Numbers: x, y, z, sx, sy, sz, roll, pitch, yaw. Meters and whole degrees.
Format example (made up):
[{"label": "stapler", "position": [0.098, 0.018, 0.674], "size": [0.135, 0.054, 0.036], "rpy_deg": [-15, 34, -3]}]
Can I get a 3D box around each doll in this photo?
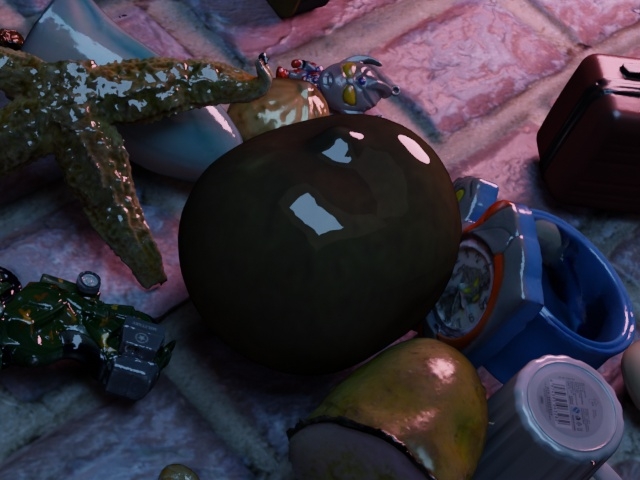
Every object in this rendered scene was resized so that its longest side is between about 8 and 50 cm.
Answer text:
[{"label": "doll", "position": [0.028, -0.236, 2.097], "size": [0.194, 0.062, 0.104], "rpy_deg": [4, 51, -10]}]

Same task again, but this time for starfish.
[{"label": "starfish", "position": [-0.293, -0.111, 1.767], "size": [0.432, 0.082, 0.324], "rpy_deg": [8, 86, -9]}]

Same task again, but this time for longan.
[{"label": "longan", "position": [0.000, 0.000, 1.717], "size": [0.360, 0.361, 0.361], "rpy_deg": [11, 51, -13]}]

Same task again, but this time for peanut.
[{"label": "peanut", "position": [-0.064, -0.169, 1.979], "size": [0.159, 0.109, 0.141], "rpy_deg": [-14, 47, -16]}]

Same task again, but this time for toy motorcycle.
[{"label": "toy motorcycle", "position": [-0.314, 0.121, 1.647], "size": [0.274, 0.125, 0.187], "rpy_deg": [17, 40, -9]}]

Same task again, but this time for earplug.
[{"label": "earplug", "position": [-0.248, -0.192, 1.888], "size": [0.324, 0.185, 0.185], "rpy_deg": [31, 49, -3]}]

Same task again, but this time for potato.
[{"label": "potato", "position": [0.101, 0.229, 1.670], "size": [0.229, 0.229, 0.266], "rpy_deg": [35, 41, 7]}]

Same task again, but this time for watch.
[{"label": "watch", "position": [0.274, 0.060, 1.881], "size": [0.274, 0.241, 0.305], "rpy_deg": [19, 45, -29]}]

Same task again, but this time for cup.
[{"label": "cup", "position": [0.293, 0.257, 1.723], "size": [0.221, 0.202, 0.167], "rpy_deg": [12, 53, -15]}]

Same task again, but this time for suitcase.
[{"label": "suitcase", "position": [0.499, -0.157, 2.103], "size": [0.297, 0.236, 0.161], "rpy_deg": [6, 51, -18]}]

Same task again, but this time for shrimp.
[{"label": "shrimp", "position": [-0.163, 0.312, 1.621], "size": [0.059, 0.023, 0.108], "rpy_deg": [10, 51, -25]}]

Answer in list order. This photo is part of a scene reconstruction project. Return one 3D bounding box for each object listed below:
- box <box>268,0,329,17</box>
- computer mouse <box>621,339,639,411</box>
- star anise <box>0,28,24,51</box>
[{"label": "box", "position": [-0.051, -0.471, 2.194], "size": [0.090, 0.144, 0.201], "rpy_deg": [-19, 62, -36]}, {"label": "computer mouse", "position": [0.530, 0.199, 1.939], "size": [0.236, 0.082, 0.145], "rpy_deg": [-2, 54, -25]}, {"label": "star anise", "position": [-0.486, -0.292, 1.898], "size": [0.140, 0.144, 0.158], "rpy_deg": [-13, 21, 6]}]
